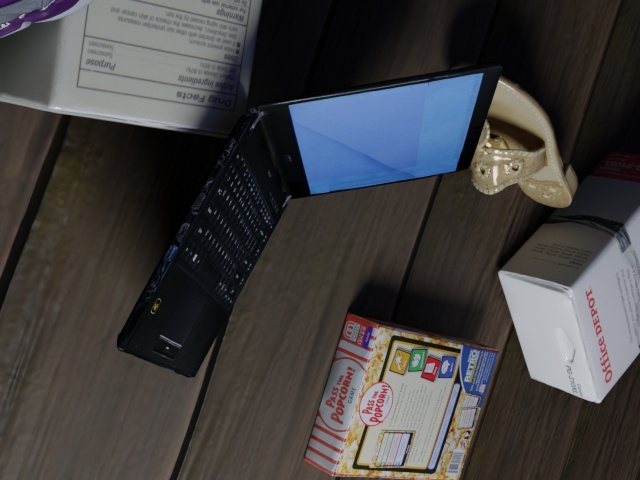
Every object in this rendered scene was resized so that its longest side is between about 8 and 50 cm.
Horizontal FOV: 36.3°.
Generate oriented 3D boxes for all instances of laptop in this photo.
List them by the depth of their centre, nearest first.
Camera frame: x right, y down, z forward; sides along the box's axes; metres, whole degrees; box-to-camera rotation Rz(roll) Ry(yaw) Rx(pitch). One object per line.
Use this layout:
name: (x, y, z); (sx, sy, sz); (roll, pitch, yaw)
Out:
laptop: (0.000, 0.000, 0.700); (0.264, 0.136, 0.234); (-62, 171, -9)

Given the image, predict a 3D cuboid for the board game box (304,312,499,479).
board game box: (0.085, 0.159, 0.961); (0.193, 0.045, 0.147); (17, 90, -44)

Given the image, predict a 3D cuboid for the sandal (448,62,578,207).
sandal: (0.186, -0.074, 0.959); (0.240, 0.088, 0.079); (40, 69, -46)

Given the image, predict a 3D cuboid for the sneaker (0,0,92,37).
sneaker: (-0.220, -0.124, 0.504); (0.223, 0.098, 0.083); (-28, 91, 11)

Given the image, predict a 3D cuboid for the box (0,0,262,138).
box: (-0.114, -0.231, 0.617); (0.148, 0.121, 0.311); (5, 99, -43)

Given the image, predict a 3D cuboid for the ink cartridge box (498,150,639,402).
ink cartridge box: (0.322, 0.038, 1.105); (0.237, 0.100, 0.172); (-42, 126, -27)
